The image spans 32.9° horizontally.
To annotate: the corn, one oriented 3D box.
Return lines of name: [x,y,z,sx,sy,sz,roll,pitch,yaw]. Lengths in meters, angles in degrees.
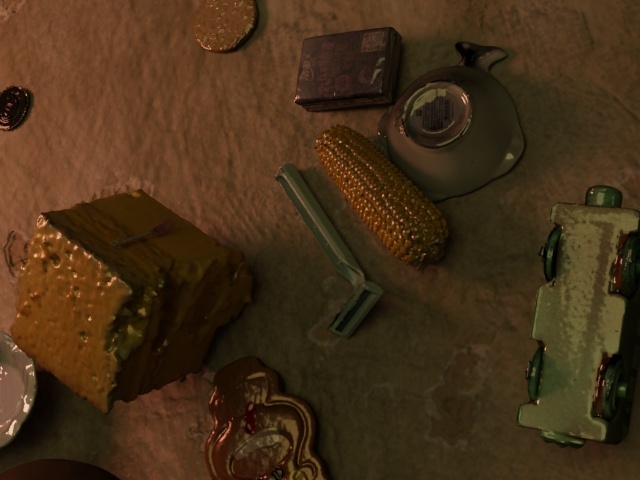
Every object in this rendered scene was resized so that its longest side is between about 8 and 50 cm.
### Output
corn: [0.085,-0.066,1.538,0.260,0.091,0.091,48,118,29]

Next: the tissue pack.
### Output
tissue pack: [0.040,-0.257,1.623,0.156,0.051,0.112,-1,73,31]

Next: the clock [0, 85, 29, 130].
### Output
clock: [-0.543,-0.231,1.893,0.074,0.010,0.083,18,83,26]

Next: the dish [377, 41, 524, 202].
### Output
dish: [0.181,-0.180,1.535,0.224,0.078,0.246,16,82,27]

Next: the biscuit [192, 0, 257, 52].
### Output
biscuit: [-0.156,-0.360,1.762,0.120,0.015,0.120,-6,73,22]

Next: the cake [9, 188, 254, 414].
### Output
cake: [-0.258,0.073,1.562,0.227,0.286,0.222,33,119,25]

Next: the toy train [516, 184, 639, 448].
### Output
toy train: [0.338,0.098,1.350,0.129,0.159,0.327,6,82,27]

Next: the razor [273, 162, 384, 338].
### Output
razor: [0.008,-0.002,1.577,0.111,0.056,0.278,-56,49,41]

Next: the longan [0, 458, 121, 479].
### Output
longan: [-0.375,0.431,1.518,0.258,0.258,0.258,-6,73,21]

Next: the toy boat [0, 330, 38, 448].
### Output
toy boat: [-0.546,0.254,1.710,0.290,0.100,0.200,-15,70,18]

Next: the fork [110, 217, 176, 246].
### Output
fork: [-0.241,-0.008,1.469,0.016,0.115,0.012,31,125,27]

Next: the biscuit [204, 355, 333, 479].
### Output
biscuit: [-0.079,0.307,1.530,0.186,0.044,0.295,-30,67,10]
